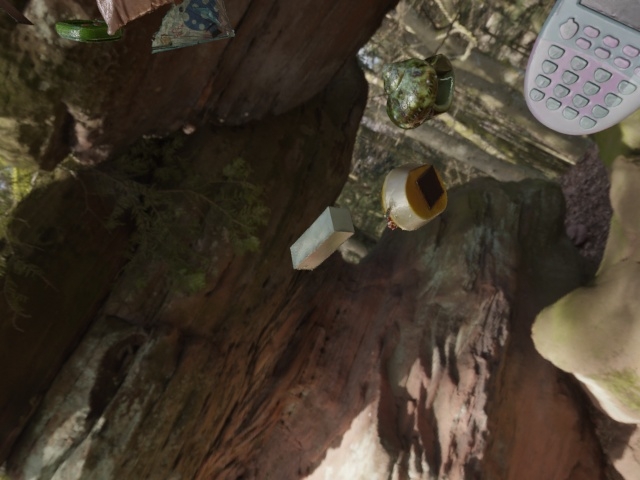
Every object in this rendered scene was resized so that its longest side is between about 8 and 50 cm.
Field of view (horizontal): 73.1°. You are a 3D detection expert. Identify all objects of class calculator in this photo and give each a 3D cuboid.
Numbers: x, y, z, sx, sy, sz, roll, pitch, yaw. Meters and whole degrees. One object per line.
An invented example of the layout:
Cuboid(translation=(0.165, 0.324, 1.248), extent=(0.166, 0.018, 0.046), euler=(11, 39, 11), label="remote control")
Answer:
Cuboid(translation=(0.408, -0.283, 0.598), extent=(0.041, 0.185, 0.299), euler=(-39, -23, -39), label="calculator")

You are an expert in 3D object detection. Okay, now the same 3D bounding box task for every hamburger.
Cuboid(translation=(0.318, -0.155, 1.505), extent=(0.295, 0.227, 0.151), euler=(-22, 8, -43), label="hamburger")

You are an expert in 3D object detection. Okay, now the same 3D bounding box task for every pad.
Cuboid(translation=(-0.710, -0.535, 0.931), extent=(0.004, 0.163, 0.243), euler=(-46, 34, 0), label="pad")

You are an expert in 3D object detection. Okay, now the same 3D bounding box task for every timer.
Cuboid(translation=(-0.600, -0.546, 1.128), extent=(0.140, 0.128, 0.047), euler=(-40, -36, -49), label="timer")

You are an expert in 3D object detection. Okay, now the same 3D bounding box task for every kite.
Cuboid(translation=(-0.445, -0.788, 1.432), extent=(0.406, 0.368, 0.014), euler=(-54, 35, 20), label="kite")

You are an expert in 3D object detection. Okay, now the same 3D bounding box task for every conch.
Cuboid(translation=(0.210, -0.333, 0.944), extent=(0.187, 0.124, 0.181), euler=(-67, -27, -8), label="conch")

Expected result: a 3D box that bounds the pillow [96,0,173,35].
Cuboid(translation=(-0.365, -0.553, 0.835), extent=(0.236, 0.223, 0.084), euler=(-25, 29, 2), label="pillow")

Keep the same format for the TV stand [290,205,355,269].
Cuboid(translation=(0.000, 0.000, 1.382), extent=(0.269, 0.083, 0.088), euler=(-43, 51, 48), label="TV stand")
